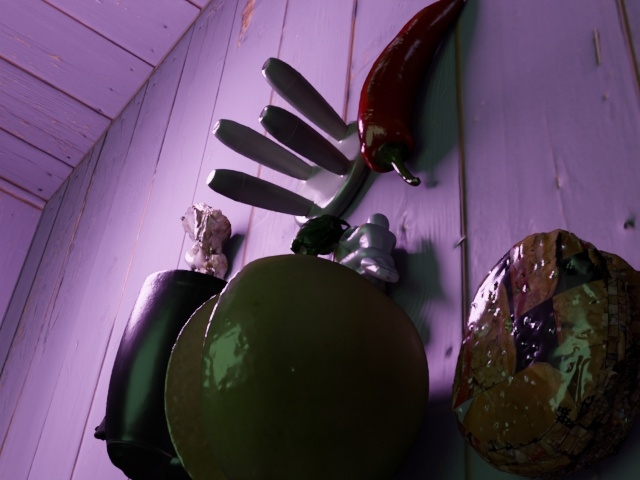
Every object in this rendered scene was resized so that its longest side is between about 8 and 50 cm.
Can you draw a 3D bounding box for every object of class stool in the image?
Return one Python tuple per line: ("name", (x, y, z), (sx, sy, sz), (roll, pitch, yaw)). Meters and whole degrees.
("stool", (-0.045, -0.143, 1.662), (0.195, 0.199, 0.195), (-44, 26, 29))

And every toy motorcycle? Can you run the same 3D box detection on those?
("toy motorcycle", (0.054, 0.038, 1.399), (0.151, 0.074, 0.228), (-64, 13, 6))

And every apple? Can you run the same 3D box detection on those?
("apple", (-0.030, 0.160, 1.153), (0.292, 0.292, 0.254), (-31, 43, 50))

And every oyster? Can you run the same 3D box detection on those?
("oyster", (-0.206, 0.012, 1.994), (0.163, 0.081, 0.191), (108, 154, -43))

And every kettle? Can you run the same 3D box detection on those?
("kettle", (-0.178, 0.213, 1.522), (0.269, 0.207, 0.290), (4, 56, 24))

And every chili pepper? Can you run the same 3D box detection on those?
("chili pepper", (0.119, -0.222, 1.560), (0.137, 0.092, 0.368), (-17, 49, 44))
("chili pepper", (0.004, -0.005, 1.502), (0.073, 0.050, 0.182), (-51, -11, 6))

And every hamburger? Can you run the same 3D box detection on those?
("hamburger", (0.204, 0.105, 0.971), (0.231, 0.107, 0.231), (-37, 39, 37))
